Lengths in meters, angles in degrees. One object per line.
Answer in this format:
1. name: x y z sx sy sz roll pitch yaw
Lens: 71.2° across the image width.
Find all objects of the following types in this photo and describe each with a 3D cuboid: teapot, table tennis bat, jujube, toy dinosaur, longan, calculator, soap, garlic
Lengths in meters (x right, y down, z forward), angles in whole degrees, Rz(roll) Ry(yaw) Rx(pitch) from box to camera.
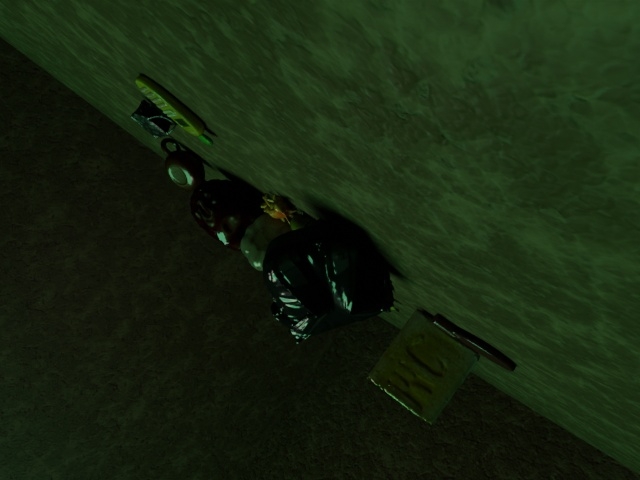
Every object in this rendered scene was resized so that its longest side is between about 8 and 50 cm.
1. teapot: -0.561 -0.316 1.849 0.178 0.135 0.252 -18 114 39
2. table tennis bat: 0.520 0.354 1.526 0.310 0.038 0.200 34 173 4
3. jujube: -0.347 -0.101 1.720 0.377 0.258 0.258 23 167 41
4. toy dinosaur: -0.135 -0.101 1.458 0.117 0.070 0.288 37 178 -18
5. longan: -0.057 -0.054 1.406 0.075 0.083 0.075 8 -148 -5
6. calculator: -0.365 -0.326 1.135 0.235 0.032 0.146 41 172 -30
7. soap: 0.392 0.477 1.709 0.293 0.335 0.156 37 -178 16
8. garlic: -0.153 0.023 1.581 0.219 0.218 0.212 33 175 21

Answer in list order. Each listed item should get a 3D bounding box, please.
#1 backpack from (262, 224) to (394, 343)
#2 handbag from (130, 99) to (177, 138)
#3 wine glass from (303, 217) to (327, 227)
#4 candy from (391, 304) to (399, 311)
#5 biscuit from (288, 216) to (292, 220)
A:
1. backpack: 0.009 0.118 1.249 0.445 0.364 0.254 62 -170 -55
2. handbag: -0.481 -0.364 1.350 0.139 0.072 0.115 14 160 37
3. wine glass: 0.000 0.000 1.354 0.072 0.072 0.155 32 161 27
4. candy: 0.207 0.228 2.003 0.297 0.081 0.187 38 175 -23
5. biscuit: -0.111 -0.037 1.845 0.355 0.052 0.275 32 172 21
